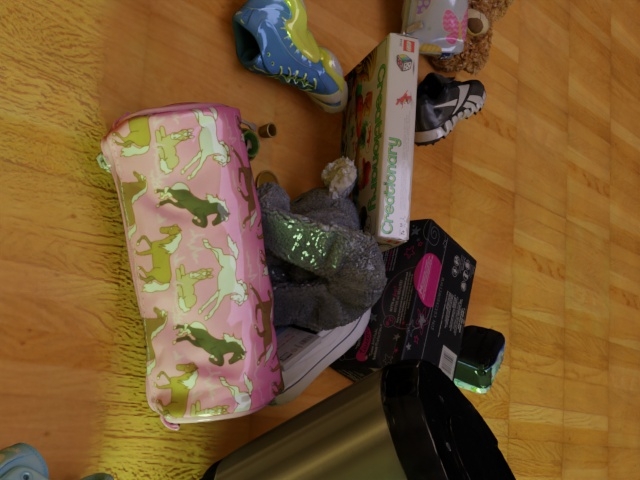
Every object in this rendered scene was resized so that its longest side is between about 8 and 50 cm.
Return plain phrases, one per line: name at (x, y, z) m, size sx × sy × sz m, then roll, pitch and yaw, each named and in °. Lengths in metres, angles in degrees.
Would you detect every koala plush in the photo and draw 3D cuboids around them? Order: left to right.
koala plush at (0.000, 0.000, 1.318) m, size 0.221 × 0.203 × 0.196 m, roll -70°, pitch 171°, yaw -60°

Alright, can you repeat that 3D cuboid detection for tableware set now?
tableware set at (-0.086, -0.095, 1.350) m, size 0.104 × 0.024 × 0.154 m, roll 19°, pitch 71°, yaw -49°

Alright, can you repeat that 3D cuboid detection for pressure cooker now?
pressure cooker at (0.031, 0.384, 1.146) m, size 0.370 × 0.420 × 0.375 m, roll 53°, pitch 14°, yaw -25°

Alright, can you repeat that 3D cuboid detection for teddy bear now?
teddy bear at (0.273, -0.479, 1.776) m, size 0.245 × 0.113 × 0.338 m, roll 48°, pitch 51°, yaw -34°

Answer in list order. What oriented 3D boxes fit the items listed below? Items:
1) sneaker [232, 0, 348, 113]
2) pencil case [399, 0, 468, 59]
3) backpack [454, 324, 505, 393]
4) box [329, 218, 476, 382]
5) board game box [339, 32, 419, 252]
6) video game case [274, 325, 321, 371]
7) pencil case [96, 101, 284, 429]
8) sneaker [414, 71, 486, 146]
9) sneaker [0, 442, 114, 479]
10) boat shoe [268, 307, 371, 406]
sneaker at (-0.055, -0.258, 1.378) m, size 0.126 × 0.091 × 0.240 m, roll -46°, pitch 123°, yaw -22°
pencil case at (0.191, -0.450, 1.619) m, size 0.124 × 0.113 × 0.273 m, roll -4°, pitch 107°, yaw -23°
backpack at (0.274, 0.211, 1.704) m, size 0.114 × 0.105 × 0.084 m, roll -47°, pitch 143°, yaw -44°
box at (0.133, 0.113, 1.505) m, size 0.163 × 0.142 × 0.247 m, roll 38°, pitch 59°, yaw -44°
board game box at (0.082, -0.133, 1.434) m, size 0.053 × 0.193 × 0.306 m, roll 8°, pitch 77°, yaw -18°
video game case at (-0.072, 0.134, 1.262) m, size 0.087 × 0.122 × 0.011 m, roll -33°, pitch 130°, yaw -49°
pencil case at (-0.151, 0.030, 1.143) m, size 0.160 × 0.167 × 0.386 m, roll -20°, pitch 101°, yaw -62°
sneaker at (0.230, -0.262, 1.720) m, size 0.234 × 0.078 × 0.106 m, roll -41°, pitch 119°, yaw -43°
sneaker at (-0.339, 0.270, 0.922) m, size 0.366 × 0.135 × 0.150 m, roll 27°, pitch 57°, yaw -56°
boat shoe at (-0.010, 0.126, 1.353) m, size 0.258 × 0.095 × 0.084 m, roll -49°, pitch 137°, yaw -44°
